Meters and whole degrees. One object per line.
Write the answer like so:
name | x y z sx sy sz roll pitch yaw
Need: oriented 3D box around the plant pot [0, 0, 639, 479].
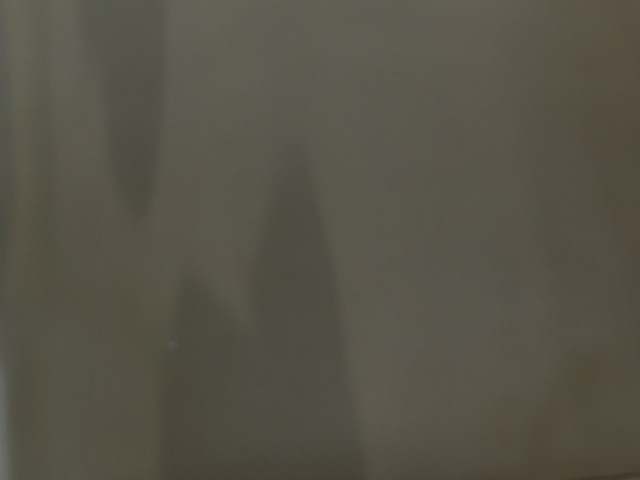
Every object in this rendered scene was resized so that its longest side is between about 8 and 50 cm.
plant pot | 0.000 0.000 0.464 0.323 0.280 0.323 -7 169 -1
